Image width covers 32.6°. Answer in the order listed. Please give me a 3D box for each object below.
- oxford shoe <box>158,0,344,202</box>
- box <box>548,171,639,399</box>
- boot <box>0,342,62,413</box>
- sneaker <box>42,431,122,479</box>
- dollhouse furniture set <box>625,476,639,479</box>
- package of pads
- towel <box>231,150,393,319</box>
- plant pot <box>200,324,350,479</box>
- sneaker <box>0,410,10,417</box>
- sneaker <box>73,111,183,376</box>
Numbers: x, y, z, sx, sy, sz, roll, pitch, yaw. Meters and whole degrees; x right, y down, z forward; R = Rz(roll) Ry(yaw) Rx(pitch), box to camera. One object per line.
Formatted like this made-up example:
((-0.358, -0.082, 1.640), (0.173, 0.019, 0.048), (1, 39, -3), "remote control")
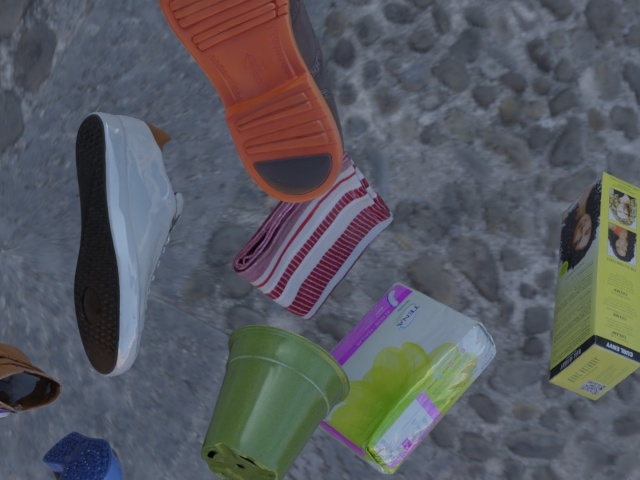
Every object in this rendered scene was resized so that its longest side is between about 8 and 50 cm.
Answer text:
((-0.072, -0.221, 1.099), (0.130, 0.133, 0.364), (-14, 106, 12), "oxford shoe")
((0.290, 0.044, 1.143), (0.058, 0.087, 0.232), (22, 50, -10), "box")
((-0.370, 0.133, 1.088), (0.197, 0.152, 0.073), (-5, 105, -46), "boot")
((-0.277, 0.300, 1.359), (0.081, 0.232, 0.090), (-42, 106, -16), "sneaker")
((0.333, 0.296, 1.100), (0.114, 0.091, 0.081), (38, 50, 20), "dollhouse furniture set")
((0.126, 0.226, 1.850), (0.296, 0.229, 0.101), (-47, 129, -14), "package of pads")
((0.000, 0.000, 1.691), (0.037, 0.329, 0.237), (38, 87, 24), "towel")
((-0.035, 0.108, 0.671), (0.083, 0.083, 0.079), (37, 54, -13), "plant pot")
((-0.438, 0.155, 1.384), (0.170, 0.071, 0.068), (46, 34, 24), "sneaker")
((-0.201, 0.005, 1.224), (0.123, 0.106, 0.290), (3, 87, -43), "sneaker")
